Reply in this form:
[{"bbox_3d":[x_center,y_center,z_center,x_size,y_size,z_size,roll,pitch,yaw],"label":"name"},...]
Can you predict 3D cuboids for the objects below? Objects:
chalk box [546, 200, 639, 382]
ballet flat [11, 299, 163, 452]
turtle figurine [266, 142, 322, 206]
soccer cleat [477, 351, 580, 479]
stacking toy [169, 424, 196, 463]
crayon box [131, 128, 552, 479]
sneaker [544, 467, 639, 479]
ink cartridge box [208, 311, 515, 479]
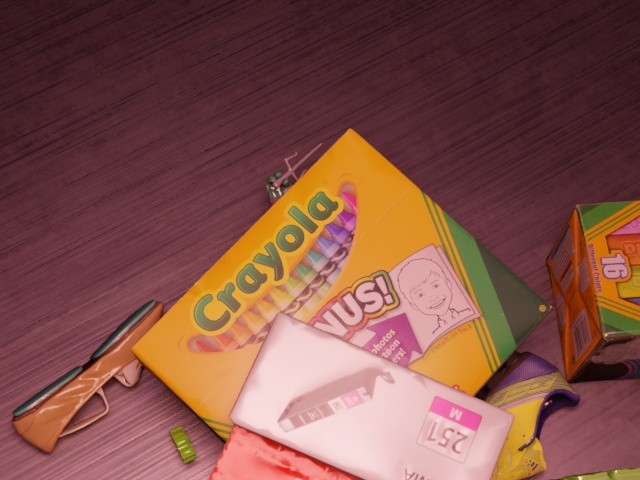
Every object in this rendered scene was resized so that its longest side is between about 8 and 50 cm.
[{"bbox_3d":[0.449,0.058,1.361,0.289,0.180,0.179,-4,65,-5],"label":"chalk box"},{"bbox_3d":[-0.270,0.169,1.359,0.232,0.080,0.073,-40,100,-15],"label":"ballet flat"},{"bbox_3d":[0.000,0.000,1.409,0.175,0.118,0.234,21,67,16],"label":"turtle figurine"},{"bbox_3d":[0.201,0.257,1.306,0.121,0.093,0.289,35,68,16],"label":"soccer cleat"},{"bbox_3d":[-0.061,0.279,1.317,0.167,0.052,0.221,-27,67,-15],"label":"stacking toy"},{"bbox_3d":[0.024,0.108,1.271,0.313,0.106,0.363,42,78,8],"label":"crayon box"},{"bbox_3d":[0.348,0.360,1.217,0.483,0.185,0.202,-5,67,0],"label":"sneaker"},{"bbox_3d":[0.030,0.238,1.155,0.275,0.060,0.238,24,76,3],"label":"ink cartridge box"}]
